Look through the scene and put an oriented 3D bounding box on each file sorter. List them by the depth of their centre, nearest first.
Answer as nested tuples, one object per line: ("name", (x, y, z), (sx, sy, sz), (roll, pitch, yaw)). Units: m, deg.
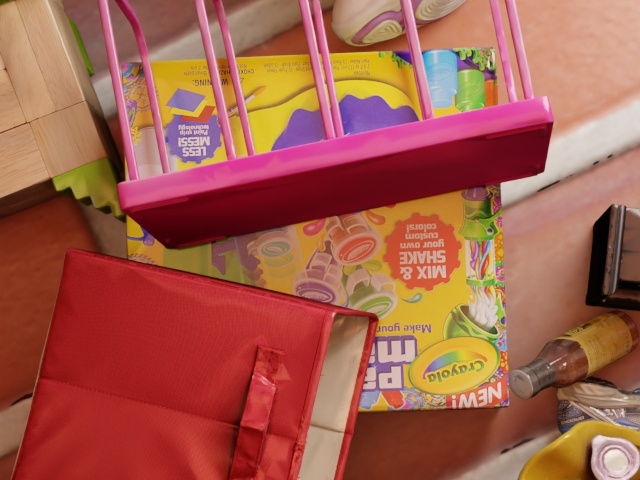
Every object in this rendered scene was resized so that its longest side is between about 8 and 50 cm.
("file sorter", (0.001, -0.121, 1.407), (0.291, 0.202, 0.182), (-11, 82, 3))

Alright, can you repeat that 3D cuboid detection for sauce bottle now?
("sauce bottle", (0.203, 0.094, 1.599), (0.128, 0.042, 0.042), (-22, 83, -40))

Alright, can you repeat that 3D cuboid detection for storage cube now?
("storage cube", (-0.083, 0.118, 1.393), (0.193, 0.215, 0.183), (13, 89, 10))

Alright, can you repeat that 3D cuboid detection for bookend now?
("bookend", (0.297, 0.021, 1.576), (0.157, 0.156, 0.072), (6, 85, 3))

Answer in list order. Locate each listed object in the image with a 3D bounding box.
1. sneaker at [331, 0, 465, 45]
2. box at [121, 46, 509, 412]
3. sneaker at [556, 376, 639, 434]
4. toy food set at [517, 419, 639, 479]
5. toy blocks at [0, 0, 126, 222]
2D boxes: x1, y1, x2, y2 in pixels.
("sneaker", (0.095, -0.293, 1.649), (0.152, 0.114, 0.305), (38, 81, 15))
("box", (0.000, 0.000, 1.585), (0.290, 0.177, 0.279), (-3, 86, 3))
("sneaker", (0.258, 0.150, 1.627), (0.135, 0.052, 0.058), (12, 96, 11))
("toy food set", (0.263, 0.220, 1.564), (0.218, 0.071, 0.128), (16, 88, -18))
("toy blocks", (-0.335, -0.146, 1.607), (0.261, 0.191, 0.381), (-22, 85, 1))
